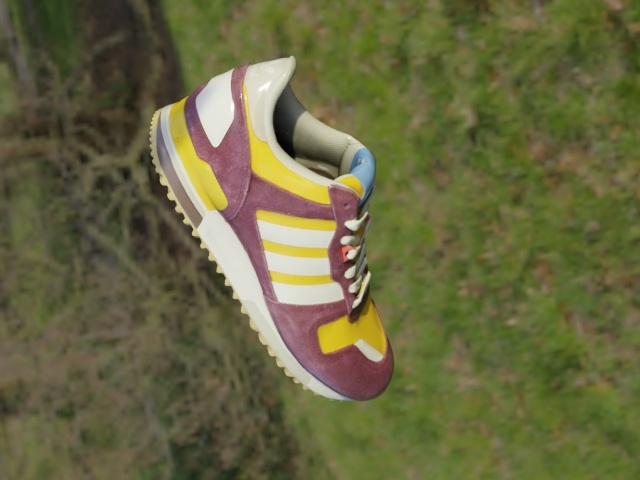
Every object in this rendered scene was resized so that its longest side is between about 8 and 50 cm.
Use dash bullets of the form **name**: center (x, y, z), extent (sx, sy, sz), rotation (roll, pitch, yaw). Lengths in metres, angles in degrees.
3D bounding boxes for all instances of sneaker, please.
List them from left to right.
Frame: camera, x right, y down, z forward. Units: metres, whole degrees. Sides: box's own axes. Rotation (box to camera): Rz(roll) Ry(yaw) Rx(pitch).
- **sneaker**: center (0.000, 0.000, 0.741), extent (0.185, 0.084, 0.070), rotation (54, -155, -27)
